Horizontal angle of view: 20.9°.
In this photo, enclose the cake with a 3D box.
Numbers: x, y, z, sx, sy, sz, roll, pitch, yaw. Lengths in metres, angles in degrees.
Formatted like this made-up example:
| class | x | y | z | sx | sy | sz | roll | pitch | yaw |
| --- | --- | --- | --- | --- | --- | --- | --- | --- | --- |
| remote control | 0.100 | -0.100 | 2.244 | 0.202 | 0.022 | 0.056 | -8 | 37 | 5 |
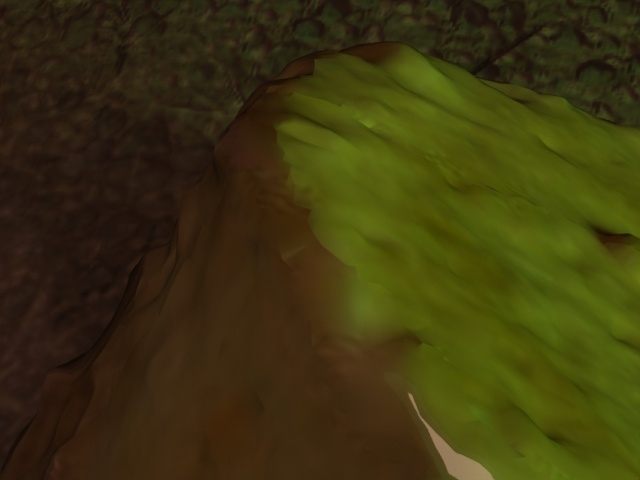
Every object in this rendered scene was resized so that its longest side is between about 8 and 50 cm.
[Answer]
| class | x | y | z | sx | sy | sz | roll | pitch | yaw |
| --- | --- | --- | --- | --- | --- | --- | --- | --- | --- |
| cake | 0.035 | 0.148 | 0.524 | 0.321 | 0.332 | 0.332 | -54 | 48 | 24 |
